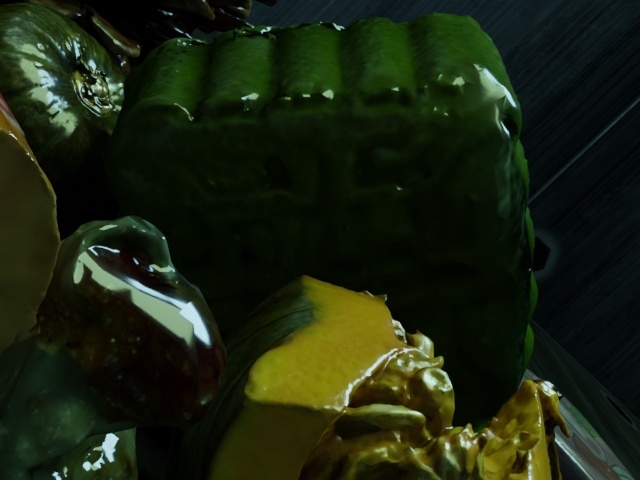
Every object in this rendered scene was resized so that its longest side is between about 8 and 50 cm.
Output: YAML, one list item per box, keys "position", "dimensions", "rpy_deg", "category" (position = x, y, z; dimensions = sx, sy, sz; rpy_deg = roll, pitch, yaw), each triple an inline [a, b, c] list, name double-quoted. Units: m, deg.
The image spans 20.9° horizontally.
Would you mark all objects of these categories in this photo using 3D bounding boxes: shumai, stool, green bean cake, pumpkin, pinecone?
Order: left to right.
- position: [-0.240, -0.094, 1.461]
  dimensions: [0.224, 0.157, 0.223]
  rpy_deg: [39, 30, -29]
  category: "pumpkin"
- position: [-0.156, 0.061, 1.051]
  dimensions: [0.222, 0.203, 0.272]
  rpy_deg: [42, 6, -29]
  category: "shumai"
- position: [-0.203, -0.345, 2.070]
  dimensions: [0.384, 0.384, 0.384]
  rpy_deg: [45, 9, -9]
  category: "pinecone"
- position: [0.000, 0.000, 1.364]
  dimensions: [0.218, 0.335, 0.319]
  rpy_deg: [-94, 173, -65]
  category: "green bean cake"
- position: [0.036, 0.190, 1.193]
  dimensions: [0.303, 0.256, 0.225]
  rpy_deg: [23, 15, 0]
  category: "pumpkin"
- position: [0.229, 0.278, 1.875]
  dimensions: [0.272, 0.178, 0.272]
  rpy_deg: [45, 9, -9]
  category: "stool"

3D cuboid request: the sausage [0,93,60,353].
- position: [-0.291, -0.066, 0.895]
  dimensions: [0.233, 0.233, 0.287]
  rpy_deg: [36, 13, -48]
  category: "sausage"
